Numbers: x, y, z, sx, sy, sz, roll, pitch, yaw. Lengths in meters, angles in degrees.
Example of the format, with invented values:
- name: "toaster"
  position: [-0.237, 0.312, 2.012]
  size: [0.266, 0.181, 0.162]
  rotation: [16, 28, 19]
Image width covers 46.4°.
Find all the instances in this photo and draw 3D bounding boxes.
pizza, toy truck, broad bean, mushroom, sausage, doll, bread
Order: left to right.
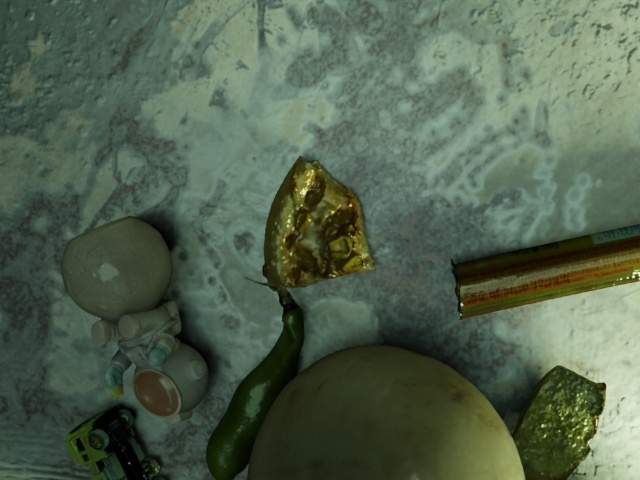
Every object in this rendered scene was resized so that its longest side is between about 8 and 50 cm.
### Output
- name: "toy truck"
  position: [-0.299, 0.330, 1.071]
  size: [0.100, 0.077, 0.168]
  rotation: [-24, 96, 25]
- name: "doll"
  position: [-0.237, 0.112, 1.009]
  size: [0.151, 0.151, 0.287]
  rotation: [-21, 99, 11]
- name: "broad bean"
  position: [-0.089, 0.201, 1.021]
  size: [0.098, 0.056, 0.317]
  rotation: [12, 105, -6]
- name: "pizza"
  position: [0.000, 0.000, 0.987]
  size: [0.161, 0.062, 0.182]
  rotation: [27, 99, 4]
- name: "mushroom"
  position: [0.086, 0.311, 0.923]
  size: [0.362, 0.295, 0.362]
  rotation: [-7, 78, 37]
- name: "bread"
  position: [0.292, 0.237, 0.936]
  size: [0.086, 0.125, 0.156]
  rotation: [29, 77, 14]
- name: "sausage"
  position: [0.348, 0.023, 0.926]
  size: [0.372, 0.082, 0.082]
  rotation: [-13, 94, 10]
